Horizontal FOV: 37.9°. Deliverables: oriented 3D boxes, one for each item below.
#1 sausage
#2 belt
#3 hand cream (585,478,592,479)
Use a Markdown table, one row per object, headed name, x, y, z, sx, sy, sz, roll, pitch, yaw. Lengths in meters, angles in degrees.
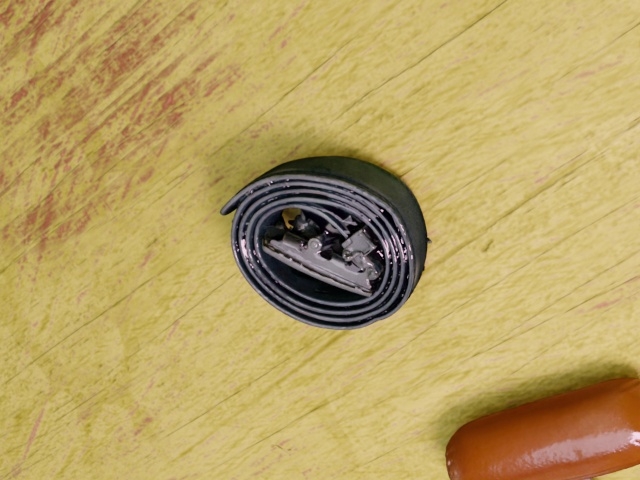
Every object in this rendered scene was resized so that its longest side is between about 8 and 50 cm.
| name | x | y | z | sx | sy | sz | roll | pitch | yaw |
| --- | --- | --- | --- | --- | --- | --- | --- | --- | --- |
| sausage | 0.280 | 0.244 | 1.130 | 0.274 | 0.105 | 0.105 | -23 | 97 | 26 |
| belt | 0.000 | 0.000 | 1.158 | 0.267 | 0.116 | 0.206 | 14 | 115 | 15 |
| hand cream | 0.254 | 0.419 | 1.202 | 0.314 | 0.089 | 0.140 | -38 | 104 | 23 |
